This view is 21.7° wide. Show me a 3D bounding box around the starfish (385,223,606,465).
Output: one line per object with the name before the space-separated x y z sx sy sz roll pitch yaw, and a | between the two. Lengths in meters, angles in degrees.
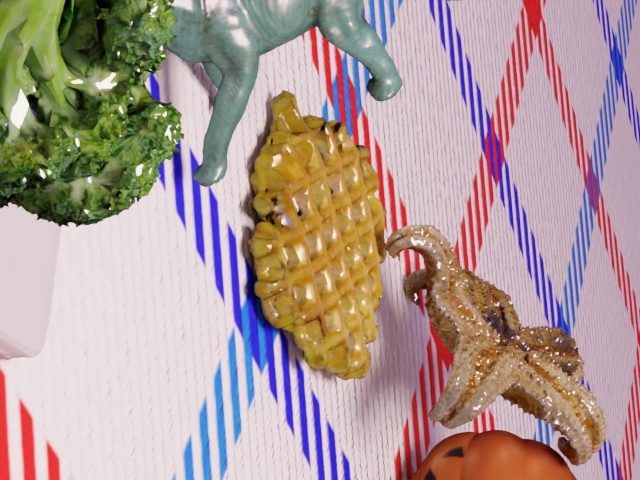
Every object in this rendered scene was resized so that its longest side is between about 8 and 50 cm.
starfish | 0.166 0.098 1.689 0.312 0.113 0.303 35 19 -31

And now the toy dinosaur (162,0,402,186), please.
toy dinosaur | -0.047 -0.242 1.318 0.383 0.129 0.331 -34 133 -20

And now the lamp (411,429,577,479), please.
lamp | 0.181 0.275 1.721 0.187 0.188 0.164 56 39 -46

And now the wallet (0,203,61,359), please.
wallet | -0.207 -0.017 1.128 0.095 0.033 0.190 48 42 -54

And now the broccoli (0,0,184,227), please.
broccoli | -0.183 -0.155 0.923 0.308 0.275 0.308 30 36 -25

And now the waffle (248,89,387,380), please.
waffle | 0.002 0.000 1.567 0.245 0.052 0.254 51 40 -48
